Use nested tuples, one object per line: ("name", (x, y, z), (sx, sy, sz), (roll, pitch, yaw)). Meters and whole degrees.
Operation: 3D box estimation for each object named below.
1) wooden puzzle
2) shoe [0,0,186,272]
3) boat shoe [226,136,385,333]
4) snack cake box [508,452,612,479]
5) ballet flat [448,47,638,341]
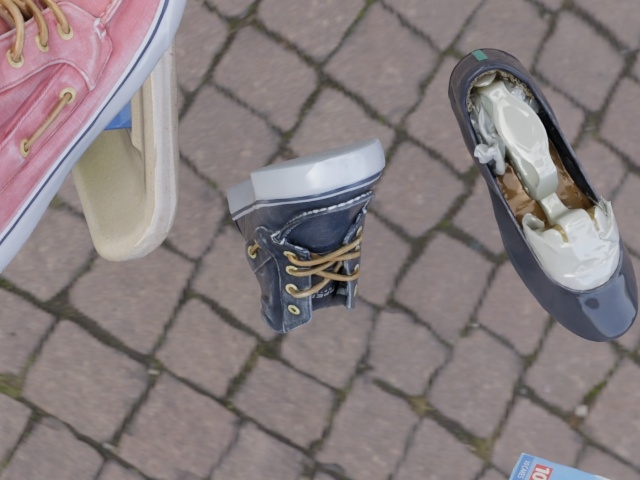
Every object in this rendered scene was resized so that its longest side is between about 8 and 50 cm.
("wooden puzzle", (-0.131, -0.206, 0.778), (0.080, 0.322, 0.348), (-1, 115, -15))
("shoe", (-0.107, -0.068, 0.527), (0.063, 0.081, 0.178), (26, 77, 17))
("boat shoe", (0.000, 0.000, 0.756), (0.065, 0.183, 0.083), (-16, 90, -12))
("snack cake box", (0.197, 0.327, 1.280), (0.264, 0.152, 0.089), (-58, 148, -33))
("ballet flat", (0.139, -0.027, 0.927), (0.074, 0.074, 0.203), (-27, 91, -20))
